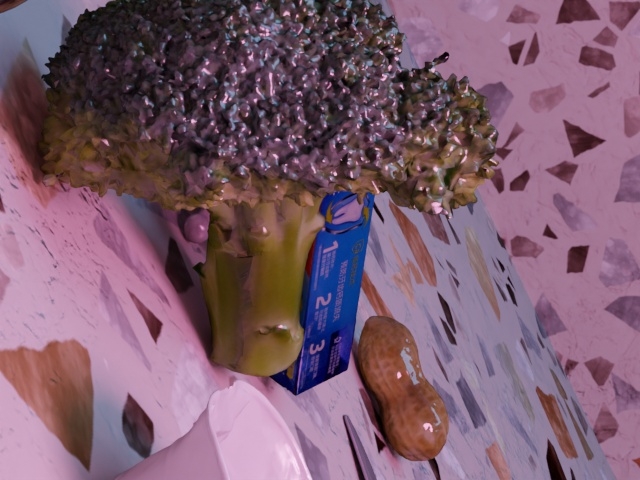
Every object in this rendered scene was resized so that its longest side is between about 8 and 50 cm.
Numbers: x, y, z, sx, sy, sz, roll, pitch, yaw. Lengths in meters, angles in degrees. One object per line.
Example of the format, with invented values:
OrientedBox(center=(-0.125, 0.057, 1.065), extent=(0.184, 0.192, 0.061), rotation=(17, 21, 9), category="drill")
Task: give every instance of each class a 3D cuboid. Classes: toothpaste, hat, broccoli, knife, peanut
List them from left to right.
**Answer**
OrientedBox(center=(-0.096, -0.059, 1.525), extent=(0.353, 0.397, 0.275), rotation=(47, 54, 1), category="broccoli")
OrientedBox(center=(-0.081, 0.214, 1.302), extent=(0.203, 0.126, 0.203), rotation=(58, 15, -26), category="hat")
OrientedBox(center=(-0.001, 0.001, 1.685), extent=(0.066, 0.076, 0.320), rotation=(35, -48, 35), category="toothpaste")
OrientedBox(center=(0.065, 0.296, 1.917), extent=(0.058, 0.032, 0.244), rotation=(47, 19, -45), category="knife")
OrientedBox(center=(0.100, 0.177, 2.115), extent=(0.089, 0.089, 0.192), rotation=(26, 41, -68), category="peanut")

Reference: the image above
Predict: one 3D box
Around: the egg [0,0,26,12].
OrientedBox(center=(-0.284, -0.262, 1.274), extent=(0.228, 0.177, 0.177), rotation=(33, 31, -35), category="egg")

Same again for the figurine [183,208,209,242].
OrientedBox(center=(-0.054, -0.154, 1.838), extent=(0.253, 0.211, 0.361), rotation=(37, 27, -38), category="figurine")
